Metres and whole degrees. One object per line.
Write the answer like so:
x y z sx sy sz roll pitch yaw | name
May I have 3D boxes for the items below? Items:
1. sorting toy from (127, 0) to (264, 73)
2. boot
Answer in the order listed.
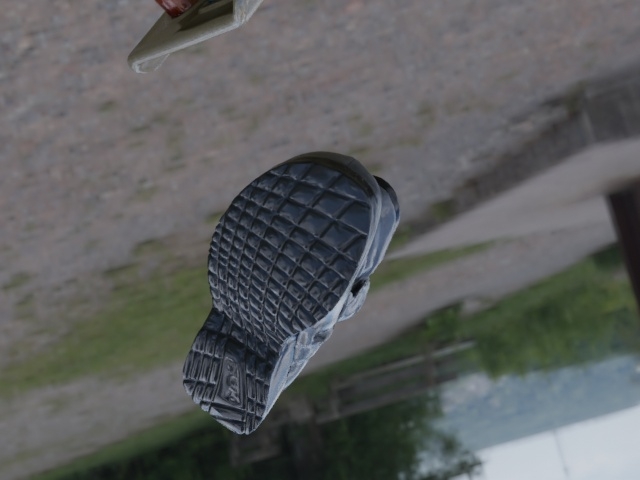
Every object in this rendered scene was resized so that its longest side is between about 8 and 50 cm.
-0.012 -0.251 1.033 0.307 0.041 0.229 -54 -164 -18 | sorting toy
0.000 0.000 1.288 0.223 0.118 0.338 -45 172 -42 | boot
